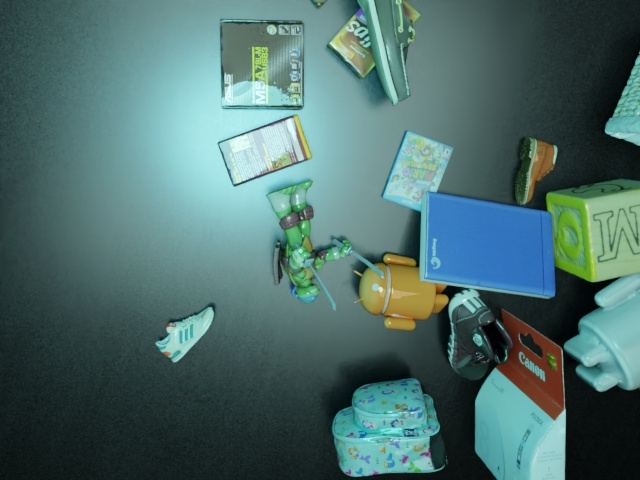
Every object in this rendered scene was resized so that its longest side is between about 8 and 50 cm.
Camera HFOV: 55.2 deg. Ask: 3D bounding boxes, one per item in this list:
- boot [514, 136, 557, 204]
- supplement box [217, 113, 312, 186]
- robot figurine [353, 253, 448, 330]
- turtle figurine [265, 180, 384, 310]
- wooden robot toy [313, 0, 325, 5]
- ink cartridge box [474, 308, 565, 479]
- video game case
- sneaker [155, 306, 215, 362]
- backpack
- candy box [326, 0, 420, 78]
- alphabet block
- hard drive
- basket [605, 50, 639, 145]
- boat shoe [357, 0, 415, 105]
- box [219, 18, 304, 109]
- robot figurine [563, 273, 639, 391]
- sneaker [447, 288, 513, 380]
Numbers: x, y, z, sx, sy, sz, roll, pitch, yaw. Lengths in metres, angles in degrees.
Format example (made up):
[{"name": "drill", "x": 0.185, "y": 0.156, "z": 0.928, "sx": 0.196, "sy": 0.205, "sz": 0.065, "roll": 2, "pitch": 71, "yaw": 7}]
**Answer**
[{"name": "boot", "x": 0.513, "y": -0.159, "z": 1.450, "sx": 0.084, "sy": 0.059, "sz": 0.158, "roll": 9, "pitch": 98, "yaw": -12}, {"name": "supplement box", "x": -0.123, "y": -0.201, "z": 1.362, "sx": 0.188, "sy": 0.081, "sz": 0.104, "roll": -20, "pitch": 102, "yaw": -2}, {"name": "robot figurine", "x": 0.184, "y": 0.120, "z": 1.427, "sx": 0.219, "sy": 0.128, "sz": 0.158, "roll": 7, "pitch": 99, "yaw": -7}, {"name": "turtle figurine", "x": 0.000, "y": 0.000, "z": 1.350, "sx": 0.197, "sy": 0.274, "sz": 0.267, "roll": -20, "pitch": 96, "yaw": -30}, {"name": "wooden robot toy", "x": -0.009, "y": -0.548, "z": 1.321, "sx": 0.173, "sy": 0.076, "sz": 0.079, "roll": 2, "pitch": 111, "yaw": -6}, {"name": "ink cartridge box", "x": 0.448, "y": 0.385, "z": 1.411, "sx": 0.091, "sy": 0.308, "sz": 0.386, "roll": -6, "pitch": 100, "yaw": -6}, {"name": "video game case", "x": 0.228, "y": -0.159, "z": 1.440, "sx": 0.119, "sy": 0.015, "sz": 0.167, "roll": 19, "pitch": 98, "yaw": -9}, {"name": "sneaker", "x": -0.317, "y": 0.207, "z": 1.426, "sx": 0.075, "sy": 0.057, "sz": 0.161, "roll": 40, "pitch": 97, "yaw": -17}, {"name": "backpack", "x": 0.152, "y": 0.444, "z": 1.436, "sx": 0.253, "sy": 0.225, "sz": 0.191, "roll": -14, "pitch": 98, "yaw": 7}, {"name": "candy box", "x": 0.117, "y": -0.465, "z": 1.355, "sx": 0.109, "sy": 0.053, "sz": 0.187, "roll": 42, "pitch": 95, "yaw": -12}, {"name": "alphabet block", "x": 0.666, "y": -0.028, "z": 1.422, "sx": 0.197, "sy": 0.192, "sz": 0.194, "roll": -11, "pitch": 99, "yaw": -5}, {"name": "hard drive", "x": 0.389, "y": 0.011, "z": 1.422, "sx": 0.318, "sy": 0.040, "sz": 0.211, "roll": 8, "pitch": 71, "yaw": -11}, {"name": "basket", "x": 0.885, "y": -0.307, "z": 1.326, "sx": 0.331, "sy": 0.328, "sz": 0.267, "roll": 19, "pitch": 95, "yaw": -9}, {"name": "boat shoe", "x": 0.145, "y": -0.450, "z": 1.278, "sx": 0.096, "sy": 0.116, "sz": 0.325, "roll": -16, "pitch": 97, "yaw": 0}, {"name": "box", "x": -0.128, "y": -0.385, "z": 1.347, "sx": 0.184, "sy": 0.045, "sz": 0.191, "roll": 0, "pitch": 100, "yaw": -8}, {"name": "robot figurine", "x": 0.773, "y": 0.220, "z": 1.470, "sx": 0.353, "sy": 0.200, "sz": 0.300, "roll": -29, "pitch": 103, "yaw": 0}, {"name": "sneaker", "x": 0.375, "y": 0.259, "z": 1.417, "sx": 0.106, "sy": 0.162, "sz": 0.282, "roll": -26, "pitch": 126, "yaw": -11}]
